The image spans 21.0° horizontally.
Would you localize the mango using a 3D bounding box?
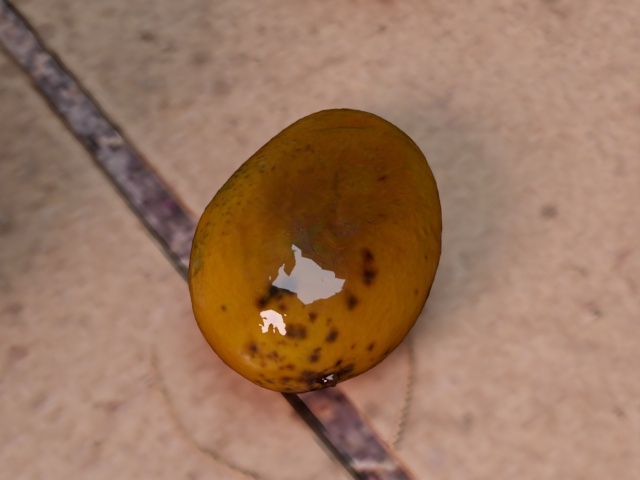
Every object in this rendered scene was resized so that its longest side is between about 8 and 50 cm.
[{"bbox_3d":[0.000,0.000,0.564,0.079,0.057,0.114,11,47,7],"label":"mango"}]
